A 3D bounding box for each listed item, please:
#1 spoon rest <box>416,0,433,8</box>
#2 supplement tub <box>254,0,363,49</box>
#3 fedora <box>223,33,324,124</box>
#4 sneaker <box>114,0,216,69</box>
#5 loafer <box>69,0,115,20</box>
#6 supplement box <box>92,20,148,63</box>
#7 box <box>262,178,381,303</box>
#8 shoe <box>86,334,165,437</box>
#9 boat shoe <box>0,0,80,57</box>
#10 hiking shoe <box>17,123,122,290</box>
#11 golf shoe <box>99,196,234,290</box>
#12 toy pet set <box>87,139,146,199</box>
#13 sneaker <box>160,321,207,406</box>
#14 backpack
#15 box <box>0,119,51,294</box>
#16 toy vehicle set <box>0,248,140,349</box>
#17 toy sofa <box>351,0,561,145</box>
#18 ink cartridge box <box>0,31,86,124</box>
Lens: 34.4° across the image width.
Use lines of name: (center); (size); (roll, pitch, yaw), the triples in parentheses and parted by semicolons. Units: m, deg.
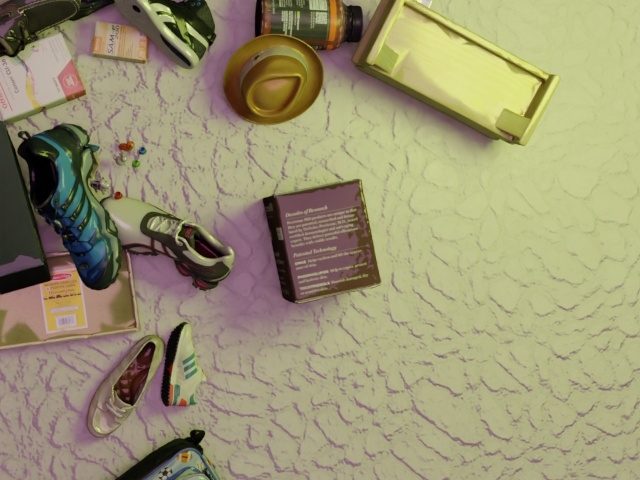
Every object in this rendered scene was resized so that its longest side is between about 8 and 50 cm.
spoon rest: (0.205, -0.523, 2.010); (0.137, 0.084, 0.276); (14, 89, -11)
supplement tub: (-0.022, -0.413, 1.957); (0.198, 0.106, 0.106); (1, 90, -11)
fedora: (-0.086, -0.287, 1.923); (0.194, 0.079, 0.194); (-3, 123, -5)
sneaker: (-0.282, -0.430, 1.904); (0.217, 0.079, 0.121); (47, 61, -31)
loafer: (-0.383, -0.476, 1.902); (0.223, 0.078, 0.076); (-32, 96, -9)
supplement box: (-0.372, -0.369, 1.925); (0.099, 0.036, 0.062); (6, 88, -10)
box: (0.000, 0.000, 1.930); (0.167, 0.168, 0.203); (-12, 92, -10)
shoe: (-0.364, 0.270, 1.919); (0.077, 0.058, 0.219); (33, 84, -9)
boat shoe: (-0.551, -0.365, 1.806); (0.285, 0.103, 0.092); (-18, 64, -4)
hiking shoe: (-0.450, -0.049, 1.813); (0.132, 0.113, 0.304); (-25, 100, -54)
golf shoe: (-0.279, -0.016, 1.893); (0.273, 0.120, 0.105); (28, 59, -11)
toy pet set: (-0.398, -0.151, 1.889); (0.114, 0.065, 0.122); (13, 59, 13)
sneaker: (-0.251, 0.236, 1.949); (0.075, 0.057, 0.161); (10, 87, -27)
backpack: (-0.260, 0.528, 1.874); (0.277, 0.213, 0.263); (-33, 107, -12)
box: (-0.554, -0.053, 1.796); (0.103, 0.184, 0.261); (-16, 83, -11)
toy vehicle set: (-0.476, 0.103, 1.909); (0.267, 0.035, 0.165); (-7, 91, -11)
toy sofa: (0.251, -0.323, 1.960); (0.363, 0.177, 0.150); (26, 94, -10)
ink cartridge box: (-0.541, -0.286, 1.879); (0.198, 0.067, 0.115); (-24, 94, -9)
